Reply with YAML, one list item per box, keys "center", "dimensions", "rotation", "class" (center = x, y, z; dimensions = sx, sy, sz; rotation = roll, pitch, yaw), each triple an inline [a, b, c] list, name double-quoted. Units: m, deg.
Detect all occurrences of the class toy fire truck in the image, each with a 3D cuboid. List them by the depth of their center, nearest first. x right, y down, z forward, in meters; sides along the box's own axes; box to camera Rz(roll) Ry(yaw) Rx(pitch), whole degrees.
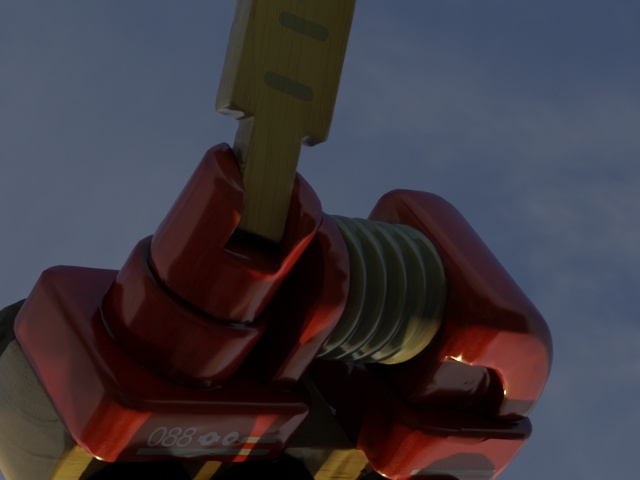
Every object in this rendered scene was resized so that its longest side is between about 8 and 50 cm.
- center: [0.000, 0.000, 0.774]
  dimensions: [0.217, 0.158, 0.246]
  rotation: [7, -53, -43]
  class: "toy fire truck"
